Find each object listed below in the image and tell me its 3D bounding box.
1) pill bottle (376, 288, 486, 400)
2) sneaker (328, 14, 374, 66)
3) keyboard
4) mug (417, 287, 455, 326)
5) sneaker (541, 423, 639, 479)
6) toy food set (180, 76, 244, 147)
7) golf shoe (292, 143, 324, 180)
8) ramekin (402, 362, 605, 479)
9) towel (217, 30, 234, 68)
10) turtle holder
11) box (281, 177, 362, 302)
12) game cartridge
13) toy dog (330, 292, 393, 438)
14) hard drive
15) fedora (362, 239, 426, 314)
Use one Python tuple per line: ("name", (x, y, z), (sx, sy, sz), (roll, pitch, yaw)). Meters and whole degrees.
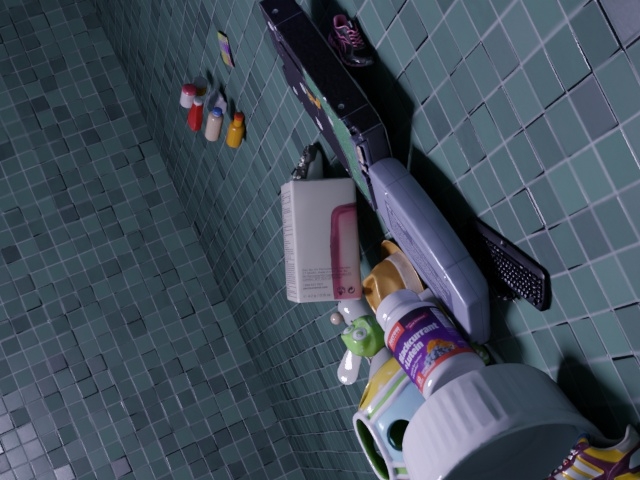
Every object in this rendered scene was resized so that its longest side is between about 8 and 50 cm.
("pill bottle", (0.168, 0.166, 1.573), (0.193, 0.108, 0.108), (52, 159, 45))
("sneaker", (0.049, -0.324, 1.595), (0.119, 0.047, 0.057), (52, 147, 40))
("keyboard", (0.259, 0.046, 1.428), (0.192, 0.038, 0.100), (46, 154, 53))
("mug", (0.194, 0.111, 1.676), (0.078, 0.064, 0.062), (48, 155, 48))
("sneaker", (0.339, 0.297, 1.301), (0.084, 0.185, 0.069), (68, -162, -1))
("toy food set", (-0.282, -0.346, 2.522), (0.232, 0.111, 0.104), (60, 151, 27))
("golf shoe", (-0.002, -0.060, 2.035), (0.105, 0.120, 0.273), (-150, 61, -80))
("ramekin", (0.250, 0.303, 1.397), (0.135, 0.277, 0.277), (-117, 13, -49))
("towel", (-0.226, -0.455, 2.360), (0.060, 0.009, 0.083), (45, 152, 55))
("turtle holder", (0.173, 0.276, 1.677), (0.320, 0.227, 0.243), (69, 165, -10))
("box", (0.000, 0.000, 1.901), (0.148, 0.127, 0.232), (177, 90, -80))
("game cartridge", (0.174, 0.011, 1.557), (0.294, 0.060, 0.196), (57, 178, 29))
("toy dog", (0.098, 0.283, 2.051), (0.333, 0.161, 0.220), (54, 159, 38))
("hard drive", (0.018, -0.238, 1.680), (0.339, 0.064, 0.237), (59, 176, 30))
("fedora", (0.131, 0.095, 1.834), (0.194, 0.079, 0.194), (57, 161, 32))
